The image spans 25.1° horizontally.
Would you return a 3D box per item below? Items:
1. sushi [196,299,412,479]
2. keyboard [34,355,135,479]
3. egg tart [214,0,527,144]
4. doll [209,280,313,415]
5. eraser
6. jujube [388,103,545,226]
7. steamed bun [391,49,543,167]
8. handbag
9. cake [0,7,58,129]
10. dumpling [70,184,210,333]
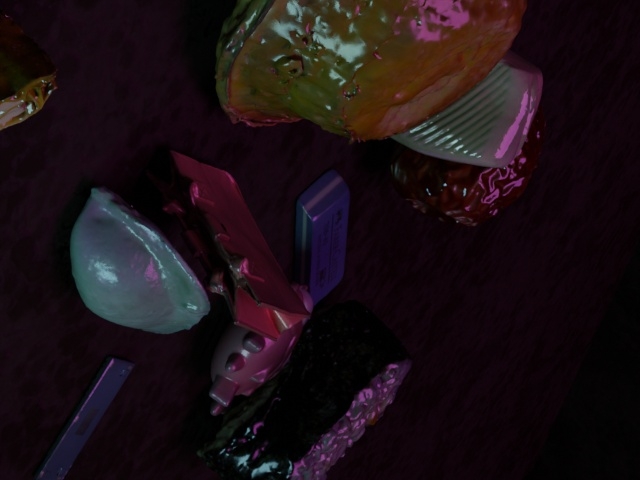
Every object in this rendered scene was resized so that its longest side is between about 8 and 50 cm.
[{"bbox_3d":[-0.020,0.242,2.108,0.350,0.171,0.211,-46,163,-26],"label":"sushi"},{"bbox_3d":[-0.288,0.219,1.759,0.176,0.014,0.055,-58,157,2],"label":"keyboard"},{"bbox_3d":[0.084,-0.243,1.574,0.443,0.178,0.443,-33,165,-10],"label":"egg tart"},{"bbox_3d":[-0.088,0.145,1.961,0.262,0.093,0.211,-59,171,31],"label":"doll"},{"bbox_3d":[0.000,0.000,2.031,0.082,0.036,0.225,-41,153,-30],"label":"eraser"},{"bbox_3d":[0.215,-0.138,2.053,0.232,0.213,0.213,-65,158,-7],"label":"jujube"},{"bbox_3d":[0.179,-0.191,1.891,0.152,0.238,0.170,1,112,-65],"label":"steamed bun"},{"bbox_3d":[-0.102,0.006,1.598,0.059,0.212,0.157,-36,158,10],"label":"handbag"},{"bbox_3d":[-0.291,-0.099,1.217,0.185,0.116,0.080,-58,160,-11],"label":"cake"},{"bbox_3d":[-0.191,0.025,1.549,0.217,0.149,0.105,83,6,-47],"label":"dumpling"}]
